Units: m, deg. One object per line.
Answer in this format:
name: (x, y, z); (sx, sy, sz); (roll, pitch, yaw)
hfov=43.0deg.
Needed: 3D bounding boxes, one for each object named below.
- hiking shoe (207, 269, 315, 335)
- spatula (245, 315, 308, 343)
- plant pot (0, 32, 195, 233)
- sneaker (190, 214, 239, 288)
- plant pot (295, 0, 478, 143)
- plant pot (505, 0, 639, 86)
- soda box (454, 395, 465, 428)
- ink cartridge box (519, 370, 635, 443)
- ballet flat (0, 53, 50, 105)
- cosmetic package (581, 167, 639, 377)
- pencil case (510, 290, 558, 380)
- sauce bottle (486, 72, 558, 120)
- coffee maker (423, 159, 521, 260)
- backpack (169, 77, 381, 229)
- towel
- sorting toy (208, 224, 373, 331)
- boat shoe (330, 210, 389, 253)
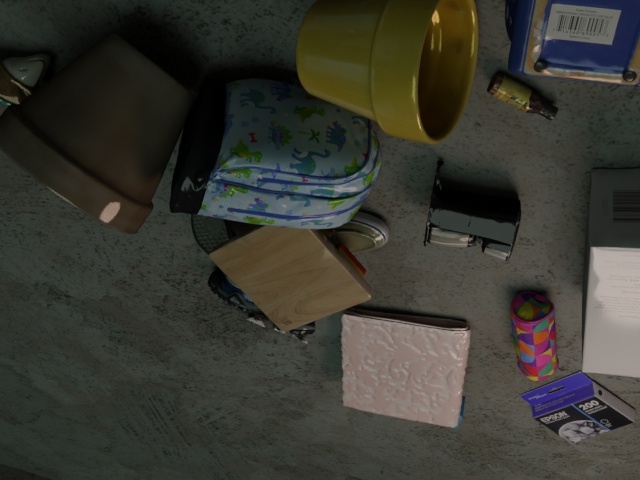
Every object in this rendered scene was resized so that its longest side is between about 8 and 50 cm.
hiking shoe: (-0.128, 0.120, 1.973); (0.304, 0.132, 0.113); (22, -178, 18)
spatula: (-0.108, 0.224, 2.035); (0.168, 0.019, 0.242); (25, 175, -3)
plant pot: (-0.391, -0.217, 1.508); (0.323, 0.323, 0.280); (37, 91, -21)
sneaker: (-0.213, 0.019, 1.887); (0.086, 0.163, 0.226); (-32, 82, 4)
plant pot: (0.101, -0.299, 1.321); (0.239, 0.254, 0.254); (14, 141, 27)
plant pot: (0.386, -0.359, 1.163); (0.236, 0.212, 0.236); (9, 140, 10)
soda box: (0.279, 0.441, 2.200); (0.210, 0.067, 0.071); (13, 139, 4)
ink cartridge box: (0.653, 0.431, 2.077); (0.208, 0.045, 0.206); (35, 137, -18)
ballet flat: (-0.542, -0.298, 1.645); (0.342, 0.116, 0.124); (32, 117, -17)
cosmetic package: (0.589, 0.071, 1.571); (0.156, 0.217, 0.385); (2, 138, 18)
pencil case: (0.492, 0.220, 1.861); (0.104, 0.104, 0.236); (0, 138, 19)
sauce bottle: (0.356, -0.249, 1.424); (0.128, 0.042, 0.042); (25, 139, -6)
coffee maker: (0.303, -0.051, 1.605); (0.178, 0.120, 0.171); (10, 138, 8)
backpack: (-0.066, -0.155, 1.505); (0.356, 0.290, 0.273); (22, 138, -19)
towel: (0.208, 0.320, 2.054); (0.317, 0.053, 0.331); (8, 126, 12)
sorting toy: (-0.055, 0.047, 1.717); (0.257, 0.089, 0.255); (-25, 118, 36)
boat shoe: (0.000, 0.000, 1.785); (0.302, 0.094, 0.109); (0, 137, 19)
